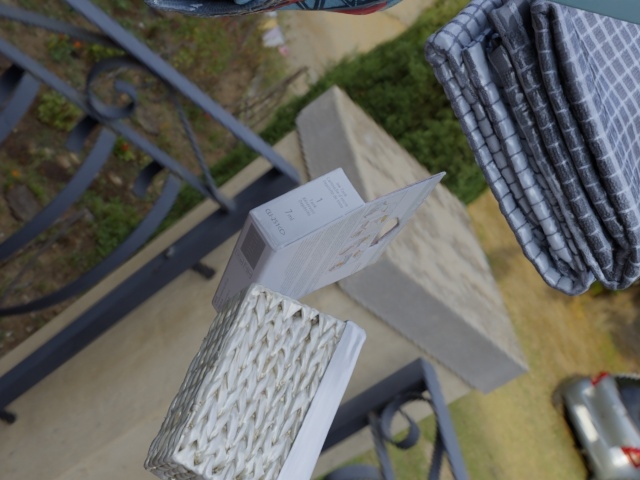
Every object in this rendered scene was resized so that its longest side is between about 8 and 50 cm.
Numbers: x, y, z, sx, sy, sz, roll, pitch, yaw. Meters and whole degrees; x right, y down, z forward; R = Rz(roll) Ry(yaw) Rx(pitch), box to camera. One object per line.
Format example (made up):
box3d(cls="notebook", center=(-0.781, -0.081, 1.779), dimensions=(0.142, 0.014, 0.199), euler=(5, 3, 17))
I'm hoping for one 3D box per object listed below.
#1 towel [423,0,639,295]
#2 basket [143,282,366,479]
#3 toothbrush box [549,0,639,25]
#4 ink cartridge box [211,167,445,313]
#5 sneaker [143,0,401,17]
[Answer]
box3d(cls="towel", center=(0.249, -0.124, 0.849), dimensions=(0.235, 0.121, 0.283), euler=(-41, 109, -40))
box3d(cls="basket", center=(-0.054, 0.129, 0.725), dimensions=(0.103, 0.113, 0.167), euler=(29, 64, -12))
box3d(cls="toothbrush box", center=(0.165, -0.218, 0.469), dimensions=(0.296, 0.126, 0.216), euler=(20, 47, 12))
box3d(cls="ink cartridge box", center=(0.000, 0.000, 1.239), dimensions=(0.261, 0.296, 0.066), euler=(-26, 75, -26))
box3d(cls="sneaker", center=(-0.026, -0.215, 0.732), dimensions=(0.125, 0.262, 0.104), euler=(-62, 143, -64))
